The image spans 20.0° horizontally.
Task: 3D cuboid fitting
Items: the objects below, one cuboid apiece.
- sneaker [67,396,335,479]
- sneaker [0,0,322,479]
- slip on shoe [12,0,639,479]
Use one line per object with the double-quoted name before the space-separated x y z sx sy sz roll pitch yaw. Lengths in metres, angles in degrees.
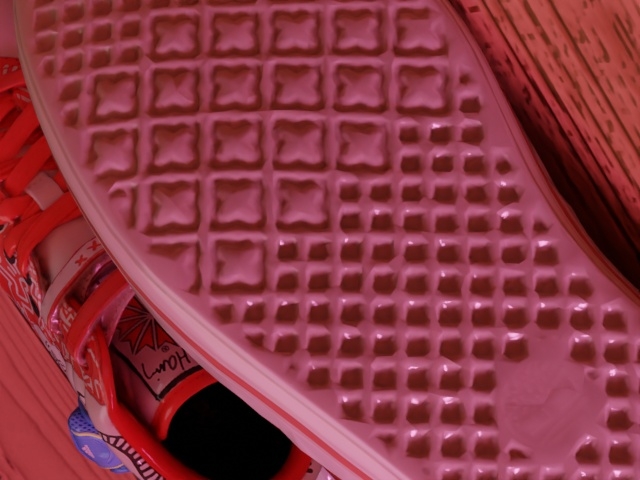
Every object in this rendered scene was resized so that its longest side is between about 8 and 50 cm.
"sneaker" -0.075 0.119 1.108 0.240 0.126 0.091 37 159 53
"sneaker" -0.089 -0.008 0.696 0.270 0.090 0.145 56 171 -6
"slip on shoe" 0.030 0.020 0.522 0.331 0.123 0.101 46 170 12
